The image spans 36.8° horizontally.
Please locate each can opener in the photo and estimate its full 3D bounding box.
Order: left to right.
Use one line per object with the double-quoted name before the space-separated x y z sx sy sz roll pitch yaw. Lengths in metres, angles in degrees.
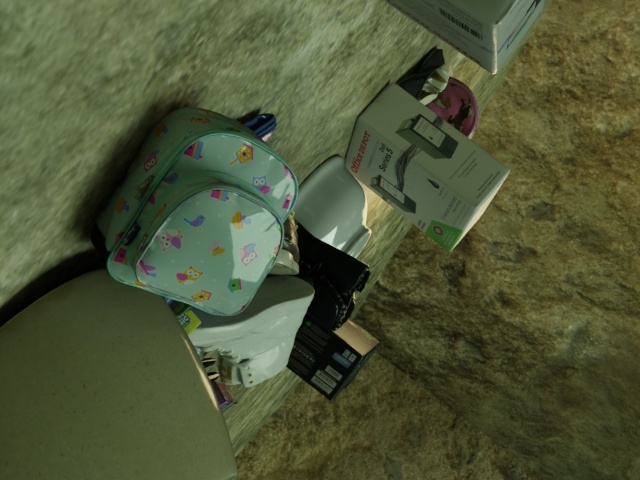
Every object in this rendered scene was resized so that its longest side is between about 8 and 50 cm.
"can opener" -0.213 0.219 1.564 0.186 0.073 0.059 -19 102 -69

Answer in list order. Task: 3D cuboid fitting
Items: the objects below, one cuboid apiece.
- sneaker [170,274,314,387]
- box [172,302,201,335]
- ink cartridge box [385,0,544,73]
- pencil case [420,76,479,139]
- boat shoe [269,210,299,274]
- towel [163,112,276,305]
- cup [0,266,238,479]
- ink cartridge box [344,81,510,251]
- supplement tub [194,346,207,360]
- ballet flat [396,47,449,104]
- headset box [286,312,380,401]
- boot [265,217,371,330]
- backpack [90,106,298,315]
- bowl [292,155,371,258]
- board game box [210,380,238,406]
"sneaker" -0.138 0.158 1.441 0.293 0.108 0.169 -8 123 -44
"box" -0.230 0.144 1.257 0.179 0.043 0.105 -38 -176 39
"ink cartridge box" 0.161 -0.322 1.149 0.117 0.201 0.278 -54 171 5
"pencil case" 0.275 -0.243 2.191 0.167 0.160 0.386 -45 172 0
"boat shoe" -0.086 -0.004 1.403 0.324 0.117 0.096 114 -19 -84
"towel" -0.181 -0.001 1.190 0.336 0.040 0.243 -57 172 34
"cup" -0.227 0.224 1.013 0.331 0.237 0.331 -46 167 -14
"ink cartridge box" 0.189 -0.135 1.791 0.115 0.273 0.198 -47 169 -23
"supplement tub" -0.193 0.139 1.516 0.107 0.071 0.071 -53 171 1
"ballet flat" 0.206 -0.306 1.874 0.203 0.074 0.074 -46 168 -43
"headset box" -0.008 0.229 2.242 0.131 0.246 0.283 -54 170 7
"boot" -0.054 0.091 1.603 0.246 0.207 0.094 -56 171 16
"backpack" -0.115 -0.029 0.953 0.188 0.166 0.144 -62 -146 4
"bowl" 0.000 0.000 1.782 0.298 0.134 0.298 -52 172 -11
"board game box" -0.291 0.342 1.527 0.347 0.056 0.208 -35 176 -6
